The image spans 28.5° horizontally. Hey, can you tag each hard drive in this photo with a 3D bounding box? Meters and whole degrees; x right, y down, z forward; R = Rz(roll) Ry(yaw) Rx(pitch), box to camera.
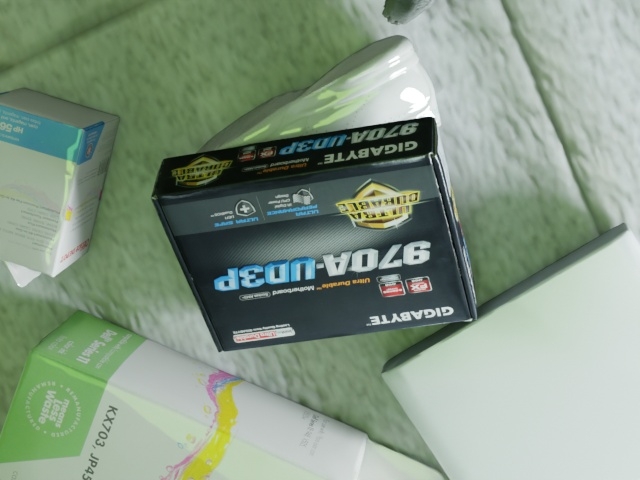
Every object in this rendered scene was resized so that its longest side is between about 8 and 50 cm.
[{"bbox_3d":[0.243,0.193,1.037,0.233,0.047,0.353,-32,97,14],"label":"hard drive"}]

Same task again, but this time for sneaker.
[{"bbox_3d":[-0.005,-0.075,1.004,0.212,0.080,0.094,-26,109,12],"label":"sneaker"}]

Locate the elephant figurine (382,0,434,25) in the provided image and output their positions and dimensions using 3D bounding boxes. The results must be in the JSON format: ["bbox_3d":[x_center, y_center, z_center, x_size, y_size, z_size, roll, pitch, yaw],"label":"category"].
[{"bbox_3d":[0.091,-0.319,0.905,0.186,0.169,0.239,-30,87,-30],"label":"elephant figurine"}]

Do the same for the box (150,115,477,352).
[{"bbox_3d":[0.000,0.000,0.987,0.220,0.051,0.175,-8,131,12],"label":"box"}]

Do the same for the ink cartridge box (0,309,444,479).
[{"bbox_3d":[-0.095,0.229,1.059,0.353,0.119,0.207,22,105,3],"label":"ink cartridge box"}]

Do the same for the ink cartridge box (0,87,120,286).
[{"bbox_3d":[-0.234,-0.041,1.033,0.090,0.092,0.143,17,104,5],"label":"ink cartridge box"}]
